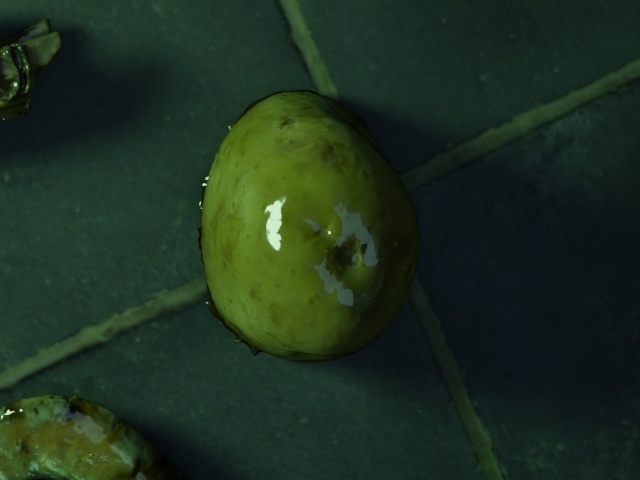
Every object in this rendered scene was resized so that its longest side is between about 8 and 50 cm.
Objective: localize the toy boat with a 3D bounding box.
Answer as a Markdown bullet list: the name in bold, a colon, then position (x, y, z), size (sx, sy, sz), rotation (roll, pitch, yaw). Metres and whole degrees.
- **toy boat**: position (-0.404, -0.159, 1.597), size (0.310, 0.089, 0.115), rotation (-13, 112, -10)

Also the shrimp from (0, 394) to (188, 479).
- **shrimp**: position (-0.230, 0.317, 1.744), size (0.233, 0.071, 0.365), rotation (-40, 107, 7)

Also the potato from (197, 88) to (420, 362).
- **potato**: position (0.000, 0.000, 1.656), size (0.242, 0.242, 0.285), rotation (16, 94, -15)
